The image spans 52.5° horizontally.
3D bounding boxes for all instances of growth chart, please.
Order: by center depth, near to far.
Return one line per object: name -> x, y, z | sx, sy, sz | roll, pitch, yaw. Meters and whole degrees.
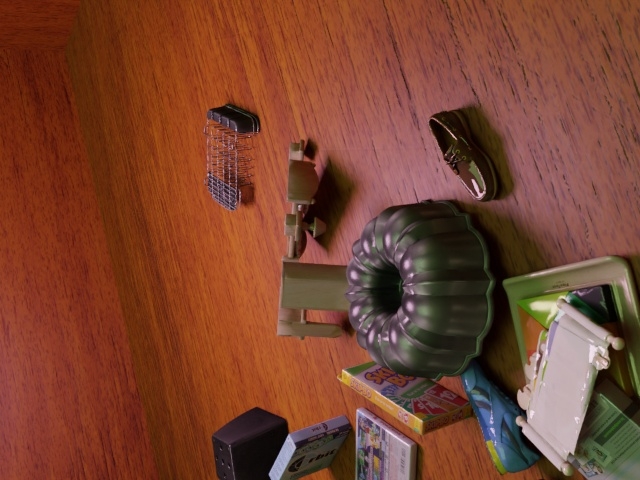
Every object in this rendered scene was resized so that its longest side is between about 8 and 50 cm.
growth chart -> 0.337, 0.201, 0.914 | 0.172, 0.021, 0.237 | -113, 30, -66

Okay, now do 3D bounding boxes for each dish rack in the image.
dish rack -> -0.251, -0.225, 1.791 | 0.208, 0.074, 0.272 | 33, 126, 50

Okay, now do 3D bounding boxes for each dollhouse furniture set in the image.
dollhouse furniture set -> 0.000, 0.000, 1.490 | 0.303, 0.173, 0.356 | 98, 175, -45

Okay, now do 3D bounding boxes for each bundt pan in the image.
bundt pan -> 0.149, 0.086, 1.153 | 0.331, 0.124, 0.331 | -6, 83, 62

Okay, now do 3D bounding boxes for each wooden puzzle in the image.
wooden puzzle -> 0.373, 0.156, 0.951 | 0.221, 0.044, 0.239 | -24, 78, 56

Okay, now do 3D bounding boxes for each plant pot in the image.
plant pot -> -0.199, 0.596, 1.820 | 0.187, 0.167, 0.188 | -1, 97, 57

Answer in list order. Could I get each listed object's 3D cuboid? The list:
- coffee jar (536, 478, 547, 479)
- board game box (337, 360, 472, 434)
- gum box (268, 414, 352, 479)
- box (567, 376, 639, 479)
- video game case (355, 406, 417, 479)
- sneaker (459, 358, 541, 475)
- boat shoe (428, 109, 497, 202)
coffee jar -> 0.380, 0.424, 0.957 | 0.184, 0.096, 0.079 | 3, 103, 57
board game box -> 0.152, 0.287, 1.245 | 0.259, 0.124, 0.039 | 18, 111, 54
gum box -> -0.025, 0.500, 1.539 | 0.041, 0.157, 0.184 | 56, 140, 34
box -> 0.418, 0.297, 0.877 | 0.186, 0.038, 0.145 | 45, 140, 28
video game case -> 0.139, 0.490, 1.410 | 0.183, 0.023, 0.201 | 21, 116, 53
sneaker -> 0.299, 0.281, 1.091 | 0.082, 0.069, 0.209 | -30, 57, 18
boat shoe -> 0.231, -0.139, 1.080 | 0.064, 0.060, 0.178 | -48, 58, 50
